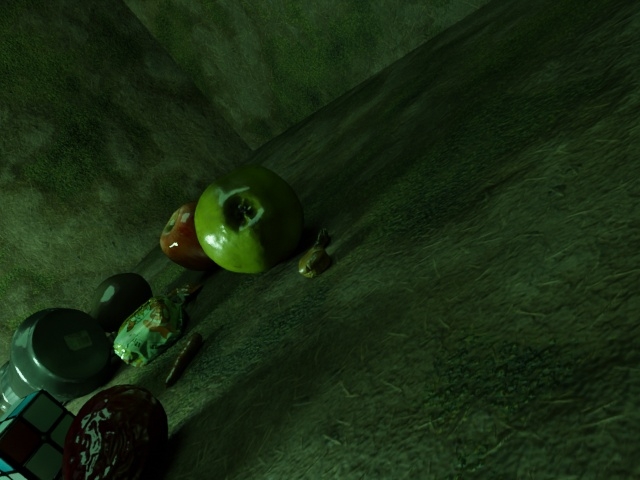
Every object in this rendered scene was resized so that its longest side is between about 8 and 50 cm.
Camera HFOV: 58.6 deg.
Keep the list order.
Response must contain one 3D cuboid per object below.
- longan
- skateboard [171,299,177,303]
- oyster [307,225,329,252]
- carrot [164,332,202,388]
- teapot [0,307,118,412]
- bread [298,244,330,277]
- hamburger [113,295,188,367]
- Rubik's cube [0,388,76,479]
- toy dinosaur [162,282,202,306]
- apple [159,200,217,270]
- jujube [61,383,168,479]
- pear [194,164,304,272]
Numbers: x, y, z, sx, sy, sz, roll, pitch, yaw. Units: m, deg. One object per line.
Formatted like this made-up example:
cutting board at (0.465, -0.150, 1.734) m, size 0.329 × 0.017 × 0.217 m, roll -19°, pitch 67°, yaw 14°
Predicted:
longan at (-0.721, 0.230, 2.058) m, size 0.246 × 0.215 × 0.246 m, roll -49°, pitch -5°, yaw -6°
skateboard at (-0.540, 0.237, 1.975) m, size 0.083 × 0.032 × 0.064 m, roll -29°, pitch 10°, yaw 30°
oyster at (0.001, -0.002, 1.385) m, size 0.093 × 0.034 × 0.051 m, roll -61°, pitch 8°, yaw -24°
carrot at (-0.335, 0.288, 1.381) m, size 0.036 × 0.035 × 0.165 m, roll -25°, pitch 25°, yaw 42°
teapot at (-0.850, 0.400, 1.855) m, size 0.362 × 0.305 × 0.376 m, roll -39°, pitch -13°, yaw 32°
bread at (-0.015, 0.048, 1.270) m, size 0.081 × 0.046 × 0.083 m, roll -29°, pitch 21°, yaw 41°
hamburger at (-0.504, 0.252, 1.675) m, size 0.214 × 0.125 × 0.235 m, roll -29°, pitch 32°, yaw 6°
Rubik's cube at (-0.719, 0.504, 1.419) m, size 0.167 × 0.180 × 0.183 m, roll -26°, pitch 20°, yaw 38°
toy dinosaur at (-0.437, 0.176, 1.888) m, size 0.212 × 0.057 × 0.142 m, roll -5°, pitch 18°, yaw 45°
apple at (-0.414, -0.008, 1.981) m, size 0.242 × 0.241 × 0.242 m, roll -41°, pitch 29°, yaw 29°
jujube at (-0.370, 0.383, 1.015) m, size 0.190 × 0.190 × 0.255 m, roll -34°, pitch 35°, yaw 23°
pear at (-0.190, -0.050, 1.541) m, size 0.287 × 0.287 × 0.375 m, roll -42°, pitch 2°, yaw -3°
